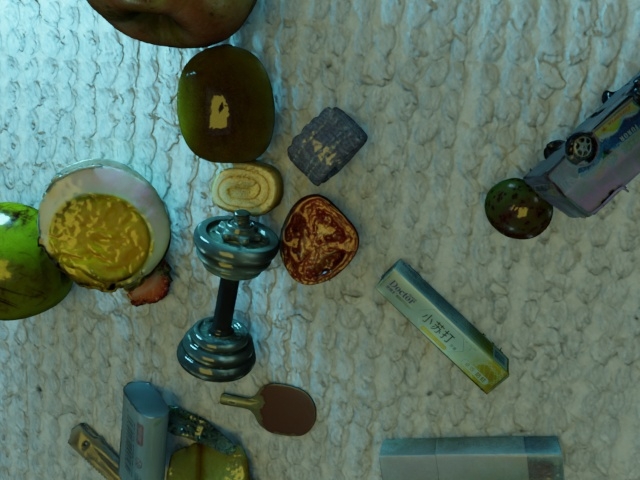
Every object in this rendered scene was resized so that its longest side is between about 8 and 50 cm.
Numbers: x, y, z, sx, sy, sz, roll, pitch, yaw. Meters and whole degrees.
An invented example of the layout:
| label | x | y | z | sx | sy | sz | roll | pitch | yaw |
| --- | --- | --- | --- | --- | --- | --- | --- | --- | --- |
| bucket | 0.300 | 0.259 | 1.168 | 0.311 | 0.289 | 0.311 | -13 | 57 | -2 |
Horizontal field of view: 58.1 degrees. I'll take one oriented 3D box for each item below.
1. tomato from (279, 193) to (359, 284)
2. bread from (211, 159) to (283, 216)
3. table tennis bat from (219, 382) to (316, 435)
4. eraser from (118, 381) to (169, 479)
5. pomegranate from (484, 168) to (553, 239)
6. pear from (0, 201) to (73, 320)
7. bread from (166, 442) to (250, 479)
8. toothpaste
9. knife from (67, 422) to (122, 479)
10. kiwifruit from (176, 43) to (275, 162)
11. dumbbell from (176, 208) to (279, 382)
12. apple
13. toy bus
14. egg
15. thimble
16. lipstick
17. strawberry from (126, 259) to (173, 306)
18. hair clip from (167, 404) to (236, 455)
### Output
| label | x | y | z | sx | sy | sz | roll | pitch | yaw |
| --- | --- | --- | --- | --- | --- | --- | --- | --- | --- |
| tomato | -0.009 | -0.001 | 1.215 | 0.166 | 0.082 | 0.174 | 45 | 105 | 2 |
| bread | -0.153 | -0.116 | 1.240 | 0.149 | 0.073 | 0.122 | 11 | 98 | 10 |
| table tennis bat | -0.124 | 0.393 | 1.356 | 0.234 | 0.022 | 0.131 | 6 | 103 | 12 |
| eraser | -0.430 | 0.481 | 1.392 | 0.174 | 0.081 | 0.227 | 25 | 113 | 51 |
| pomegranate | 0.375 | -0.065 | 1.081 | 0.130 | 0.130 | 0.130 | 3 | 101 | 14 |
| pear | -0.703 | 0.048 | 1.320 | 0.283 | 0.283 | 0.284 | 3 | 101 | 14 |
| bread | -0.270 | 0.678 | 1.334 | 0.233 | 0.245 | 0.362 | -7 | 97 | 4 |
| toothpaste | 0.251 | 0.170 | 1.179 | 0.313 | 0.089 | 0.071 | 44 | 113 | 3 |
| knife | -0.507 | 0.604 | 1.488 | 0.365 | 0.043 | 0.089 | 38 | 74 | 7 |
| kiwifruit | -0.187 | -0.272 | 1.154 | 0.195 | 0.196 | 0.234 | 5 | 97 | 14 |
| dumbbell | -0.199 | 0.125 | 1.219 | 0.179 | 0.179 | 0.407 | 19 | 113 | 10 |
| apple | -0.271 | -0.529 | 1.052 | 0.338 | 0.338 | 0.305 | 10 | 88 | 13 |
| toy bus | 0.509 | -0.173 | 0.991 | 0.317 | 0.112 | 0.138 | -42 | 94 | 0 |
| egg | -0.473 | -0.034 | 1.289 | 0.264 | 0.174 | 0.286 | -45 | 103 | -6 |
| thimble | 0.013 | -0.187 | 1.140 | 0.150 | 0.150 | 0.098 | -44 | 87 | 18 |
| lipstick | 0.315 | 0.470 | 1.225 | 0.371 | 0.076 | 0.080 | -7 | 100 | 16 |
| strawberry | -0.401 | 0.095 | 1.357 | 0.152 | 0.048 | 0.104 | -36 | 97 | 27 |
| hair clip | -0.297 | 0.463 | 1.397 | 0.229 | 0.036 | 0.066 | 18 | 79 | 21 |
